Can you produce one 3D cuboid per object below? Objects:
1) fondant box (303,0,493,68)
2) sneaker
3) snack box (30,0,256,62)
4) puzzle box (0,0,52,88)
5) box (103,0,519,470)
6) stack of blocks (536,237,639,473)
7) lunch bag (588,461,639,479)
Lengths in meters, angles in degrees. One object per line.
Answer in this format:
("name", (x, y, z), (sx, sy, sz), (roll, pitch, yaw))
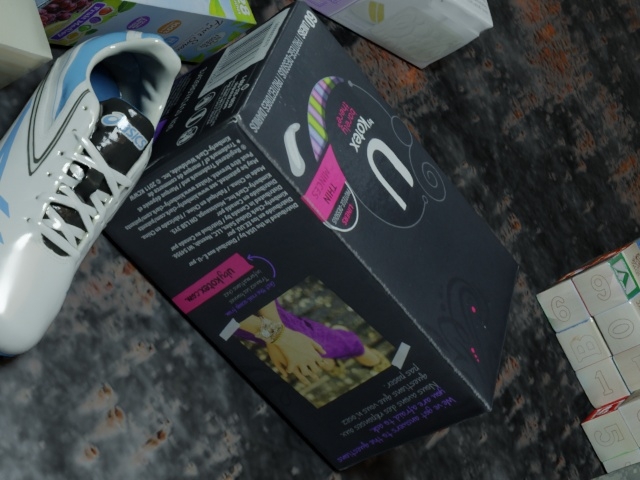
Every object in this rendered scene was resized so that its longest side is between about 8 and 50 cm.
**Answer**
("fondant box", (0.032, -0.357, 1.314), (0.238, 0.096, 0.330), (20, 50, -47))
("sneaker", (-0.150, -0.038, 0.811), (0.085, 0.086, 0.237), (42, 47, -31))
("snack box", (-0.156, -0.224, 0.969), (0.207, 0.070, 0.174), (-3, 69, -57))
("puzzle box", (-0.307, -0.296, 0.781), (0.272, 0.052, 0.409), (9, 59, -64))
("box", (0.000, 0.000, 0.952), (0.270, 0.143, 0.165), (48, 35, -22))
("stack of blocks", (0.330, 0.159, 1.351), (0.171, 0.087, 0.297), (-23, 86, -58))
("lunch bag", (0.324, 0.314, 1.085), (0.169, 0.235, 0.287), (22, 48, -53))
